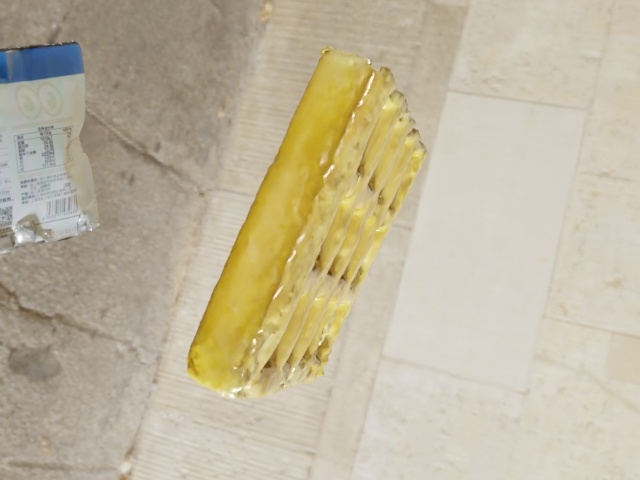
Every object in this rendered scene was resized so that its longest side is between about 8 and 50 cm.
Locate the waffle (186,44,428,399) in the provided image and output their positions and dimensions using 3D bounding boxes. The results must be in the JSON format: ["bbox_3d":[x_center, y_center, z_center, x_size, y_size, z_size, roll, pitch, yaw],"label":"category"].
[{"bbox_3d":[0.000,0.000,0.658,0.221,0.055,0.248,-64,168,-1],"label":"waffle"}]

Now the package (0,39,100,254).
[{"bbox_3d":[-0.260,-0.073,0.762,0.171,0.027,0.173,-17,110,-44],"label":"package"}]
